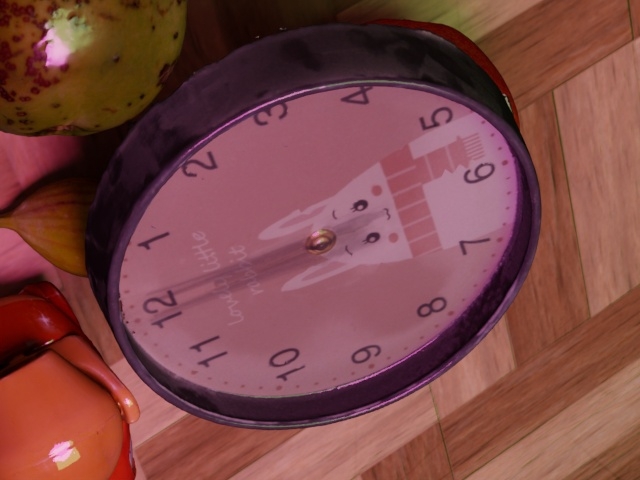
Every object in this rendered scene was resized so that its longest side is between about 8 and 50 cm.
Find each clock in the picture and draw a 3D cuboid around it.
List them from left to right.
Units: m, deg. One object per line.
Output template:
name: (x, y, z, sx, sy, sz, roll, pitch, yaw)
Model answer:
clock: (0.000, 0.000, 1.482, 0.386, 0.076, 0.386, -11, 131, -13)

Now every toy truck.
toy truck: (-0.242, 0.178, 1.536, 0.189, 0.239, 0.265, -30, 132, -19)

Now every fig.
fig: (-0.232, -0.016, 1.531, 0.166, 0.093, 0.093, 7, 113, -32)

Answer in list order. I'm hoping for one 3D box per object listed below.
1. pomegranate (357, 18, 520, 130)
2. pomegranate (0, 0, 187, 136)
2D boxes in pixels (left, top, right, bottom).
pomegranate: (0.070, -0.074, 1.637, 0.221, 0.221, 0.257, -1, 111, -37)
pomegranate: (-0.209, -0.202, 1.371, 0.214, 0.214, 0.248, -10, 90, -33)
